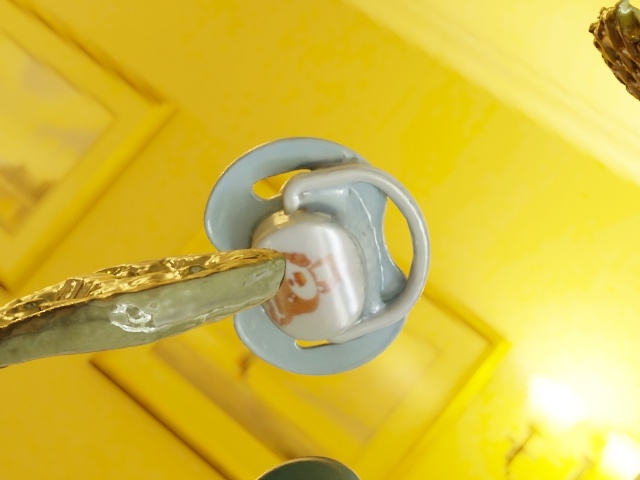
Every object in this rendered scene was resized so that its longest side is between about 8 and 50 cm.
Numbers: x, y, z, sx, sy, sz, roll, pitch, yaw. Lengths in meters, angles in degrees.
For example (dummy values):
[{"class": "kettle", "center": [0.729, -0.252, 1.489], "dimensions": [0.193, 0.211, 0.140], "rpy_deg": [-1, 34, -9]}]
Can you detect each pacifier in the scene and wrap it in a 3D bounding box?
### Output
[{"class": "pacifier", "center": [0.000, 0.000, 1.950], "dimensions": [0.207, 0.227, 0.279], "rpy_deg": [-100, 176, -67]}]

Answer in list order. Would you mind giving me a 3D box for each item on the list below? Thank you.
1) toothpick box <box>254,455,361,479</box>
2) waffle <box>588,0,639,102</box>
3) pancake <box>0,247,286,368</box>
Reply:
[{"class": "toothpick box", "center": [0.010, 0.274, 1.481], "dimensions": [0.120, 0.120, 0.184], "rpy_deg": [31, -24, 48]}, {"class": "waffle", "center": [0.414, -0.184, 2.121], "dimensions": [0.245, 0.052, 0.254], "rpy_deg": [42, -4, 5]}, {"class": "pancake", "center": [-0.165, 0.053, 1.474], "dimensions": [0.294, 0.294, 0.050], "rpy_deg": [-175, -109, -76]}]
